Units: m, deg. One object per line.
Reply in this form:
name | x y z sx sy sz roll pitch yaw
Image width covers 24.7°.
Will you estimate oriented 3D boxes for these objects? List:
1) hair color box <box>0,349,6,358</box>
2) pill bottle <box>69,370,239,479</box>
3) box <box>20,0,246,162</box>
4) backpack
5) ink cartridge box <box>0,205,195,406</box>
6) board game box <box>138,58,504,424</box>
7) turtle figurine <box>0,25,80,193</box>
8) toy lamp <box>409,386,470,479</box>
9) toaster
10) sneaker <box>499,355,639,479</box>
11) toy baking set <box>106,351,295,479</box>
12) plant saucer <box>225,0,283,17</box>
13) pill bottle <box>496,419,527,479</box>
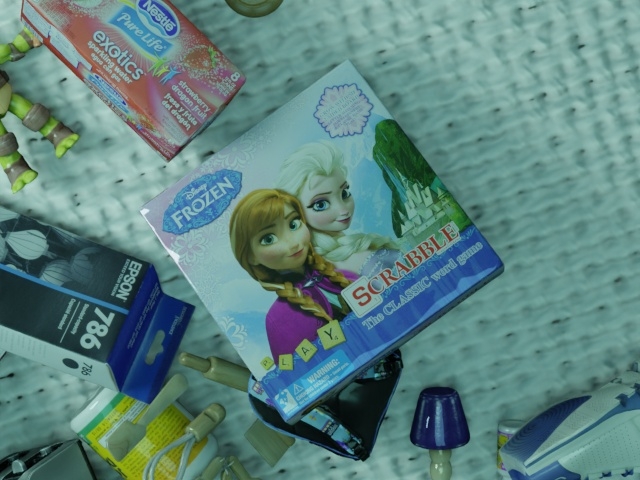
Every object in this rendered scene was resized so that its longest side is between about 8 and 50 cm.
hair color box | -0.467 0.093 1.857 0.167 0.053 0.093 37 100 -6
pill bottle | -0.204 0.260 1.844 0.208 0.117 0.117 44 98 -6
box | -0.224 -0.228 1.741 0.257 0.128 0.122 44 77 -5
backpack | 0.002 0.175 1.822 0.173 0.117 0.158 19 100 -2
ink cartridge box | -0.327 0.069 1.797 0.333 0.165 0.065 21 143 -3
board game box | 0.000 0.000 1.751 0.319 0.066 0.318 -36 78 -1
turtle figurine | -0.413 -0.165 1.785 0.269 0.087 0.217 -44 103 -24
toy lamp | 0.155 0.324 1.863 0.080 0.080 0.274 -3 99 3
toaster | -0.349 0.354 1.836 0.168 0.110 0.185 -17 97 43
sneaker | 0.398 0.257 1.804 0.316 0.127 0.182 -29 99 -6
toy baking set | -0.135 0.237 1.797 0.256 0.030 0.196 28 62 -31
plant saucer | -0.082 -0.315 1.794 0.083 0.015 0.083 0 100 2
pill bottle | 0.247 0.274 1.868 0.043 0.043 0.083 0 99 2
